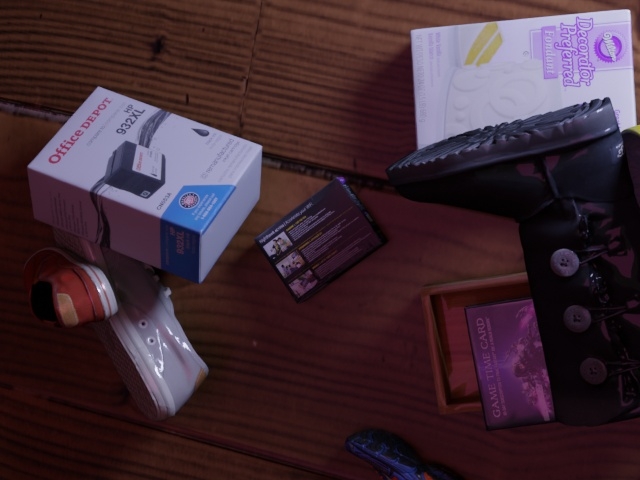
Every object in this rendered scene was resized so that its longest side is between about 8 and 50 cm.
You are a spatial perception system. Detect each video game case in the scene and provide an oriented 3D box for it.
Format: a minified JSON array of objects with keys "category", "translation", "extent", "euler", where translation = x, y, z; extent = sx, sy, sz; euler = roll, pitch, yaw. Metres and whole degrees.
[{"category":"video game case","translation":[0.369,0.174,1.744],"extent":[0.274,0.026,0.196],"euler":[-10,91,16]}]

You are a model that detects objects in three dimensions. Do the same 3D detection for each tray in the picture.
[{"category":"tray","translation":[0.375,0.142,1.790],"extent":[0.411,0.076,0.202],"euler":[-9,92,14]}]

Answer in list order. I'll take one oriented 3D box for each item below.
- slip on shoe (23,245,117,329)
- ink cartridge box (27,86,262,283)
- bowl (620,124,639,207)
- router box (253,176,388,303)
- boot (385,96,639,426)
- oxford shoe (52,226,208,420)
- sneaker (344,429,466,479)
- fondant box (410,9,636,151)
[{"category":"slip on shoe","translation":[-0.438,0.083,1.899],"extent":[0.101,0.331,0.123],"euler":[-24,107,-26]},{"category":"ink cartridge box","translation":[-0.278,-0.094,1.854],"extent":[0.307,0.223,0.129],"euler":[21,140,12]},{"category":"bowl","translation":[0.536,-0.047,1.577],"extent":[0.156,0.289,0.289],"euler":[-22,88,0]},{"category":"router box","translation":[0.000,0.000,1.891],"extent":[0.179,0.046,0.133],"euler":[-36,84,14]},{"category":"boot","translation":[0.315,0.053,1.673],"extent":[0.367,0.146,0.445],"euler":[-11,105,37]},{"category":"oxford shoe","translation":[-0.328,0.089,1.950],"extent":[0.130,0.169,0.449],"euler":[-25,77,-25]},{"category":"sneaker","translation":[0.131,0.386,1.870],"extent":[0.221,0.083,0.087],"euler":[31,109,14]},{"category":"fondant box","translation":[0.311,-0.217,1.769],"extent":[0.330,0.096,0.238],"euler":[-3,94,14]}]
